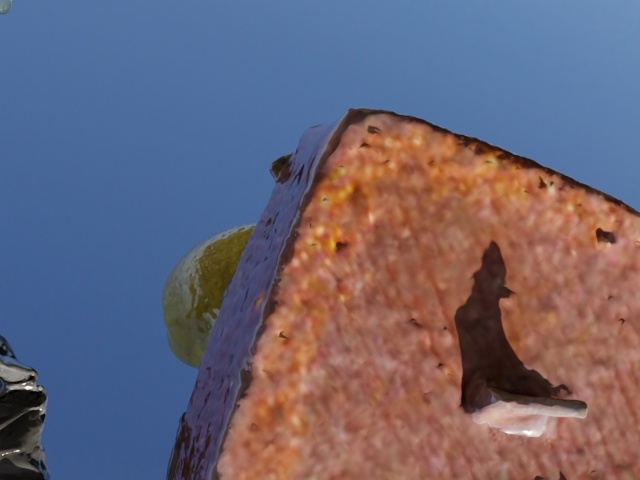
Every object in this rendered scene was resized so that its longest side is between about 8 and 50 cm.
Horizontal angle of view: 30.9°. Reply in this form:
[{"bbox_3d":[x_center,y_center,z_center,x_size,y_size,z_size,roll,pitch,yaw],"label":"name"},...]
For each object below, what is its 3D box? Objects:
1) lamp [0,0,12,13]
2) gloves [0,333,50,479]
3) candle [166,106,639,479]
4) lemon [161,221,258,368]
[{"bbox_3d":[-0.401,-0.332,1.426,0.056,0.050,0.198,6,-150,-13],"label":"lamp"},{"bbox_3d":[-0.348,0.178,1.172,0.142,0.119,0.285,-15,-88,-7],"label":"gloves"},{"bbox_3d":[0.071,0.066,0.579,0.317,0.131,0.287,-21,-88,-15],"label":"candle"},{"bbox_3d":[-0.097,0.070,1.409,0.170,0.207,0.170,60,-169,-20],"label":"lemon"}]
